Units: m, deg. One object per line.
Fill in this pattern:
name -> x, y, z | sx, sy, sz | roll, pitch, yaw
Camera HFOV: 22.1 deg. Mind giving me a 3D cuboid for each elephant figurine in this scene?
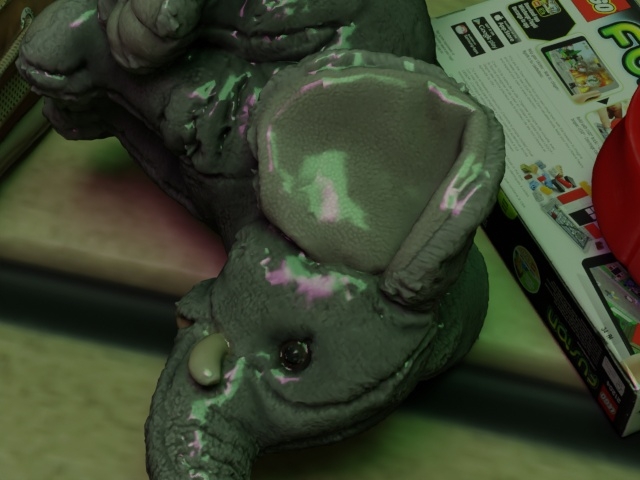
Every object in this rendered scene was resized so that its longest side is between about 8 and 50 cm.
elephant figurine -> 0.000, 0.000, 0.625 | 0.169, 0.186, 0.239 | 4, 51, -56

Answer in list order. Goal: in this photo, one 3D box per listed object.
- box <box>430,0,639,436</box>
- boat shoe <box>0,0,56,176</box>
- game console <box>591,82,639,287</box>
box -> 0.125, -0.025, 0.702 | 0.114, 0.036, 0.207 | -19, 57, -17
boat shoe -> -0.167, -0.092, 0.683 | 0.123, 0.116, 0.324 | 11, 54, 5
game console -> 0.330, 0.032, 0.623 | 0.342, 0.060, 0.386 | -20, 56, -25
